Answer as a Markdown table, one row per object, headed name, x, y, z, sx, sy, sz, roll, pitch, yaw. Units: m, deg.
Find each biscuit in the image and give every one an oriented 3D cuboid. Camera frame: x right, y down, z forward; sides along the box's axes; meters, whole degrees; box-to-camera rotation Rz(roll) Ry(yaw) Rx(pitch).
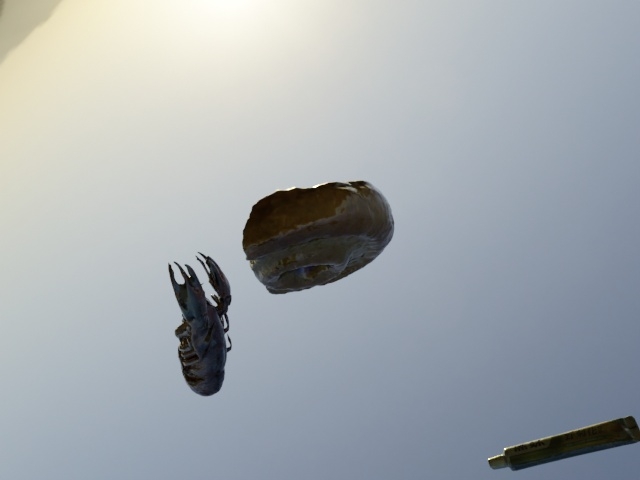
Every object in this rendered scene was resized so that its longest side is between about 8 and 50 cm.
| name | x | y | z | sx | sy | sz | roll | pitch | yaw |
| --- | --- | --- | --- | --- | --- | --- | --- | --- | --- |
| biscuit | 0.000 | 0.001 | 1.146 | 0.213 | 0.274 | 0.091 | -20 | -111 | 5 |

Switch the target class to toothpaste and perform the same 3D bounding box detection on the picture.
| name | x | y | z | sx | sy | sz | roll | pitch | yaw |
| --- | --- | --- | --- | --- | --- | --- | --- | --- | --- |
| toothpaste | 0.325 | 0.276 | 1.112 | 0.204 | 0.031 | 0.049 | -17 | -153 | 9 |

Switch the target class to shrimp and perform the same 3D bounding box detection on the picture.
| name | x | y | z | sx | sy | sz | roll | pitch | yaw |
| --- | --- | --- | --- | --- | --- | --- | --- | --- | --- |
| shrimp | -0.062 | 0.042 | 0.447 | 0.029 | 0.092 | 0.038 | 17 | -139 | 19 |
